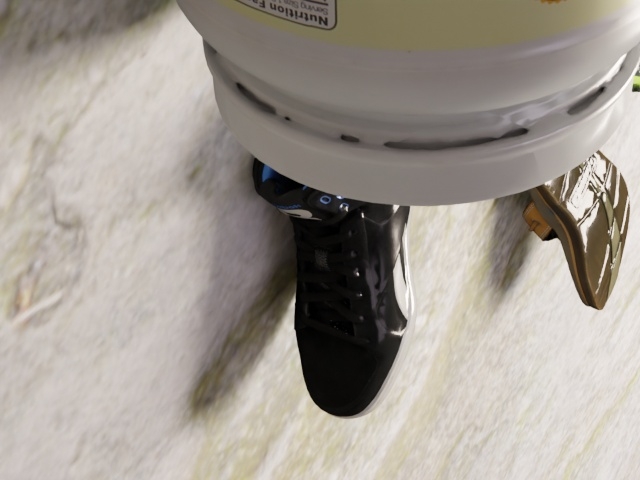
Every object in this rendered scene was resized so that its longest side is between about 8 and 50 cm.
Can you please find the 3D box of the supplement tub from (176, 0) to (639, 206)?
[{"bbox_3d":[0.043,-0.200,0.747,0.235,0.235,0.325,-45,146,-38],"label":"supplement tub"}]

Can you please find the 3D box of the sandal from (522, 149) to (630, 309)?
[{"bbox_3d":[0.176,-0.032,1.341,0.219,0.060,0.090,50,59,-46],"label":"sandal"}]

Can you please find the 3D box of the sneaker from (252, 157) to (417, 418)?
[{"bbox_3d":[0.000,0.000,1.016,0.121,0.079,0.217,-5,107,-57],"label":"sneaker"}]

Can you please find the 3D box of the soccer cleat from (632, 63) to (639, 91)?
[{"bbox_3d":[0.207,-0.141,1.307,0.179,0.060,0.072,-7,90,-68],"label":"soccer cleat"}]
